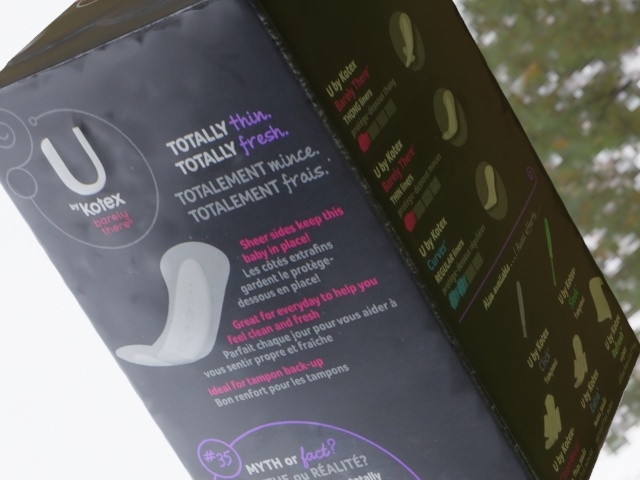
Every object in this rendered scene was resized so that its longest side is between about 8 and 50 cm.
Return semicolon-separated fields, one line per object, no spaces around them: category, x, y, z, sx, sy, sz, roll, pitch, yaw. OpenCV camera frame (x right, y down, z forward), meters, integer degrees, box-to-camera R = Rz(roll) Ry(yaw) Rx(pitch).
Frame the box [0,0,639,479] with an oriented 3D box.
box;0.000;0.000;0.795;0.270;0.165;0.143;59;-145;-19
